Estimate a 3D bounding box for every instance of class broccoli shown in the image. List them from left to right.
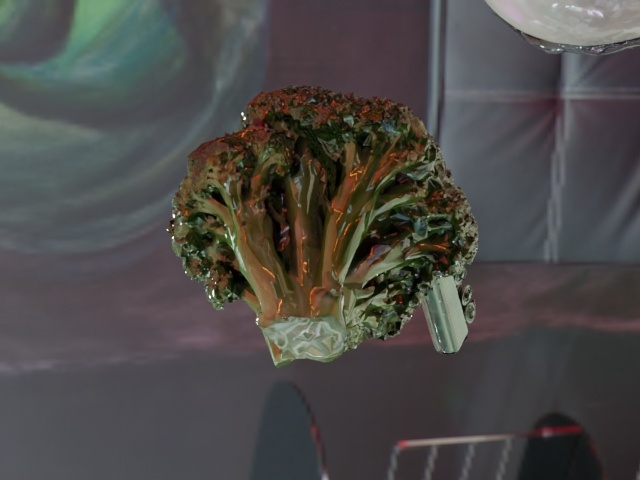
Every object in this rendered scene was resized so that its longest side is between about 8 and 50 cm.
[{"bbox_3d":[0.000,0.000,1.271,0.308,0.308,0.275,106,169,-48],"label":"broccoli"}]

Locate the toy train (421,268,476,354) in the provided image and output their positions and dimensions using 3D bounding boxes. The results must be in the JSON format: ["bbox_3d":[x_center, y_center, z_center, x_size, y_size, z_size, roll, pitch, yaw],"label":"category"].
[{"bbox_3d":[0.141,0.063,1.483,0.038,0.071,0.148,16,144,32],"label":"toy train"}]

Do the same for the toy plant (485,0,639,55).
[{"bbox_3d":[0.145,-0.276,0.813,0.332,0.247,0.247,27,-128,-60],"label":"toy plant"}]
